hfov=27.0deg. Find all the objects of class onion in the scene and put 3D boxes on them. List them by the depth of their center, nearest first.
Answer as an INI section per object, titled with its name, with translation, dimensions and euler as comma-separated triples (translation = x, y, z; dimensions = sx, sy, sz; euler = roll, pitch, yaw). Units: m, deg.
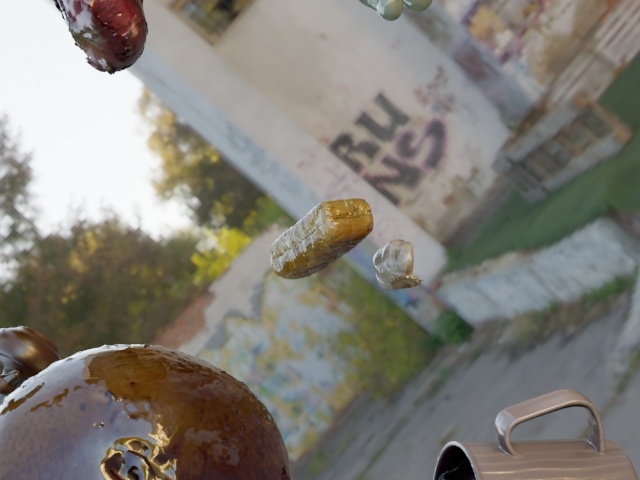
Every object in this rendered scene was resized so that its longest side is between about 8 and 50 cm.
[onion]
translation = -0.324, -0.353, 2.039
dimensions = 0.147, 0.184, 0.184
euler = -40, -4, -12

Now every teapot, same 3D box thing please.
[teapot]
translation = -0.367, 0.155, 1.614
dimensions = 0.078, 0.098, 0.129
euler = -57, 17, -26

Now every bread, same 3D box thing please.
[bread]
translation = 0.000, 0.000, 2.304
dimensions = 0.114, 0.083, 0.211
euler = -10, -17, -36

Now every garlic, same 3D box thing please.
[garlic]
translation = 0.131, 0.038, 2.304
dimensions = 0.113, 0.074, 0.094
euler = -42, 32, 51

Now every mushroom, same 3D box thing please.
[mushroom]
translation = -0.184, 0.292, 1.420
dimensions = 0.331, 0.334, 0.356
euler = -27, -41, -6

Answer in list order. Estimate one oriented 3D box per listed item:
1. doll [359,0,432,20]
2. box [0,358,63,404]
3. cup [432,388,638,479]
[doll]
translation = 0.075, -0.464, 2.026
dimensions = 0.155, 0.275, 0.113
euler = -32, 28, -21
[box]
translation = -0.422, 0.329, 2.260
dimensions = 0.184, 0.273, 0.143
euler = -49, 37, -1
[cup]
translation = 0.315, 0.372, 1.987
dimensions = 0.208, 0.273, 0.288
euler = 150, 118, -72
